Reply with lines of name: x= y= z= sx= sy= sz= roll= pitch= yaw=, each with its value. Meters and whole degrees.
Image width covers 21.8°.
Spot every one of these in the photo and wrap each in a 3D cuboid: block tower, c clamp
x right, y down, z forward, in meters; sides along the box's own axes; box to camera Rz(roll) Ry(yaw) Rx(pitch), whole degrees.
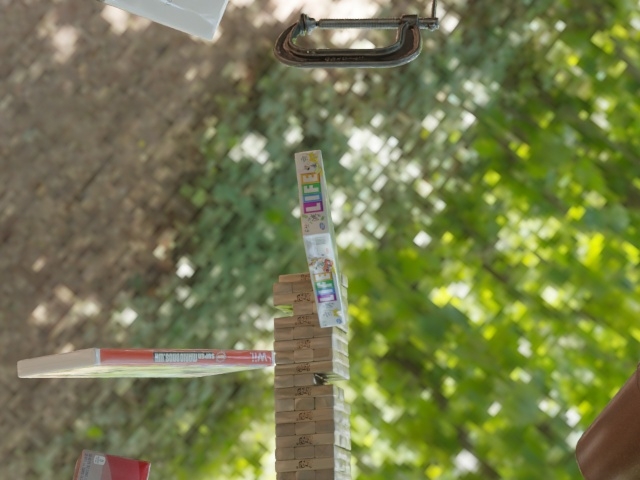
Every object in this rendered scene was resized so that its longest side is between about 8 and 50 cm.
block tower: x=-0.012 y=0.212 z=2.351 sx=0.091 sy=0.097 sz=0.335 roll=37 pitch=49 yaw=-69
c clamp: x=0.036 y=-0.195 z=1.573 sx=0.137 sy=0.161 sz=0.022 roll=-90 pitch=177 yaw=-54

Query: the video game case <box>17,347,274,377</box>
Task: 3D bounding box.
video game case: x=-0.235 y=0.166 z=2.240 sx=0.285 sy=0.025 sz=0.204 roll=3 pitch=170 yaw=-39

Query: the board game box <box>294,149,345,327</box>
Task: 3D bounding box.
board game box: x=0.000 y=0.000 z=1.635 sx=0.154 sy=0.026 sz=0.103 roll=80 pitch=4 yaw=-52

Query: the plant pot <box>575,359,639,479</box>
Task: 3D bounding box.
plant pot: x=0.364 y=0.201 z=1.739 sx=0.165 sy=0.167 sz=0.167 roll=-51 pitch=171 yaw=33

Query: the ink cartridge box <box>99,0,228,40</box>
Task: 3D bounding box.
ink cartridge box: x=-0.297 y=-0.402 z=2.135 sx=0.285 sy=0.395 sz=0.166 roll=-119 pitch=-131 yaw=-78

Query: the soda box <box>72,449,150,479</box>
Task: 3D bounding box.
soda box: x=-0.264 y=0.380 z=1.913 sx=0.092 sy=0.083 sz=0.263 roll=131 pitch=-30 yaw=-69
